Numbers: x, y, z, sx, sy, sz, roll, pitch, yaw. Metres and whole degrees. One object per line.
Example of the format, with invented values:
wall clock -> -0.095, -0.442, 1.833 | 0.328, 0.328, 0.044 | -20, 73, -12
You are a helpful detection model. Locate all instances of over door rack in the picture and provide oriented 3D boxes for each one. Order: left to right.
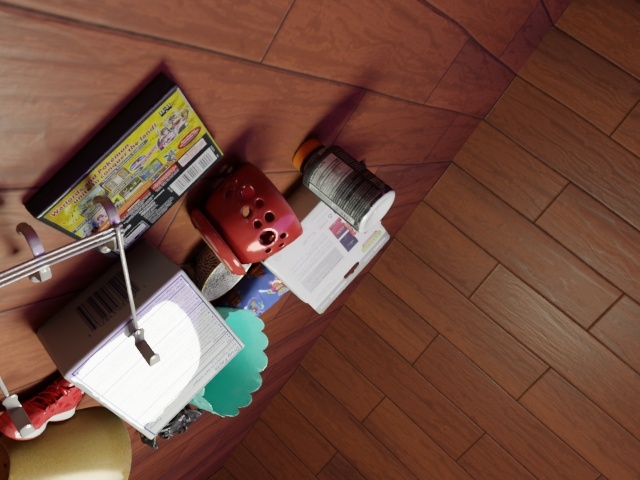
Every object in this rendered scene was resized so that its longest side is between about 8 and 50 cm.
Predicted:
over door rack -> -0.395, 0.106, 0.856 | 0.239, 0.108, 0.324 | -28, 134, -31

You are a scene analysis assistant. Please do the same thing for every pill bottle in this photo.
pill bottle -> 0.048, -0.140, 1.371 | 0.130, 0.245, 0.130 | -43, 162, -18

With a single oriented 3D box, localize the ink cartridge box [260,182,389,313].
ink cartridge box -> 0.000, 0.000, 1.559 | 0.309, 0.130, 0.272 | -46, 129, -7

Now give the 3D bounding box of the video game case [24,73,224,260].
video game case -> -0.295, -0.103, 0.927 | 0.275, 0.035, 0.248 | -46, 165, -7

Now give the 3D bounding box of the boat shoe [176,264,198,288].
boat shoe -> -0.326, 0.109, 1.298 | 0.072, 0.068, 0.190 | -34, 162, -9

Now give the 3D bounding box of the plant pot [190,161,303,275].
plant pot -> -0.159, -0.039, 1.181 | 0.174, 0.191, 0.191 | -37, 163, -9

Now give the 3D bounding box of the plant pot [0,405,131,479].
plant pot -> -0.586, 0.480, 1.228 | 0.237, 0.237, 0.254 | -51, 149, 8

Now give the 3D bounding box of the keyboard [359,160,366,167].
keyboard -> 0.031, -0.129, 1.757 | 0.317, 0.033, 0.201 | -45, 164, -17

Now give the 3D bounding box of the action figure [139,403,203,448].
action figure -> -0.478, 0.553, 1.800 | 0.164, 0.141, 0.275 | -27, 169, -49

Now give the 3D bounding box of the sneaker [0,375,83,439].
sneaker -> -0.551, 0.311, 1.165 | 0.128, 0.087, 0.221 | -58, 176, 3

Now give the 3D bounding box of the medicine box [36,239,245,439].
medicine box -> -0.336, 0.196, 1.123 | 0.263, 0.149, 0.289 | -44, 139, -16

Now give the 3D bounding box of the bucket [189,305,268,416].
bucket -> -0.278, 0.288, 1.443 | 0.281, 0.183, 0.281 | -24, 117, -59

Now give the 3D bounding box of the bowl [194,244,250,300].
bowl -> -0.242, 0.055, 1.356 | 0.170, 0.080, 0.170 | -45, 164, -16

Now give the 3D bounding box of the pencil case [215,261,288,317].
pencil case -> -0.222, 0.194, 1.664 | 0.306, 0.119, 0.133 | -46, 141, -5
